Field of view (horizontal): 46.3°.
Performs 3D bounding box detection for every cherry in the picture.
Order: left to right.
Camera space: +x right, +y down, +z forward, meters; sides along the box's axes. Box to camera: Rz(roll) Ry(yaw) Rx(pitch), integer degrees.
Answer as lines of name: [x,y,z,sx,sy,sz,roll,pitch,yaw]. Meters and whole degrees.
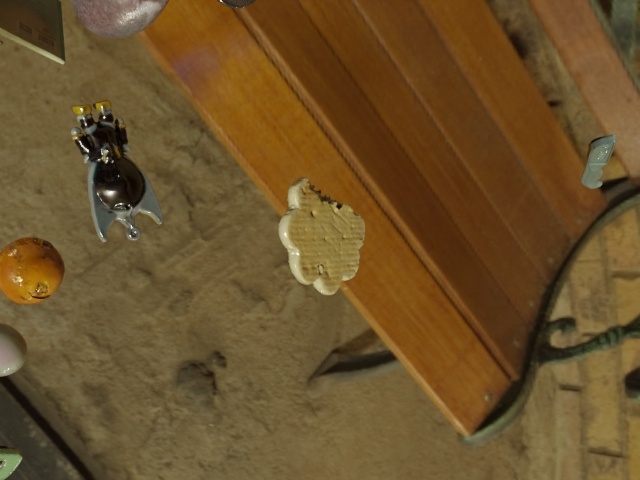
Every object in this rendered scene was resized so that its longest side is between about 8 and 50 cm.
cherry: [-0.307,-0.392,1.158,0.140,0.176,0.176,48,59,-28]

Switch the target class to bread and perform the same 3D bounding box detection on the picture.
bread: [0.000,0.000,1.346,0.251,0.039,0.182,29,70,-53]

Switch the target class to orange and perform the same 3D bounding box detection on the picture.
orange: [-0.357,0.037,0.916,0.083,0.083,0.083,5,82,-37]

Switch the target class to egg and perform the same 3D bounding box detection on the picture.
egg: [-0.633,0.212,1.459,0.103,0.135,0.103,-32,129,-50]

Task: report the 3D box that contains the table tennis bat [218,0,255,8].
table tennis bat: [-0.123,-0.443,1.167,0.095,0.014,0.158,15,112,-10]

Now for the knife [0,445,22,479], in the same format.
knife: [-0.328,0.141,0.451,0.293,0.020,0.043,13,101,-42]

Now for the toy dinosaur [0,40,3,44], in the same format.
toy dinosaur: [-0.756,-0.395,1.475,0.162,0.294,0.077,44,65,-47]

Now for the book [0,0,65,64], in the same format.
book: [-0.645,-0.493,1.590,0.215,0.025,0.282,25,29,-35]

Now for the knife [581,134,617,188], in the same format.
knife: [0.328,-0.092,0.888,0.210,0.028,0.015,31,70,-71]

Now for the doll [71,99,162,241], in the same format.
doll: [-0.462,-0.150,1.650,0.145,0.103,0.316,-31,109,-60]
